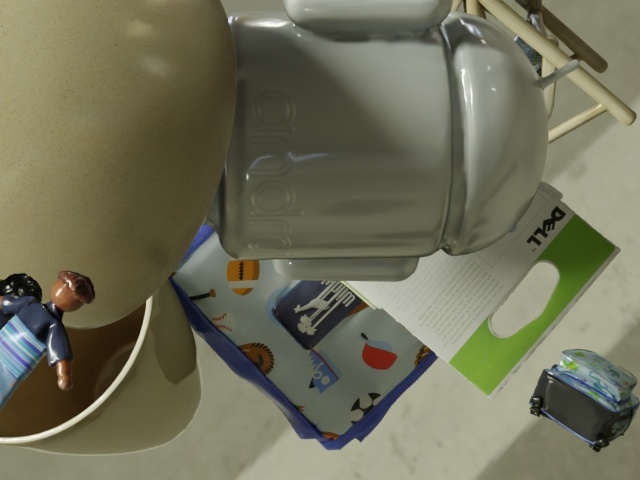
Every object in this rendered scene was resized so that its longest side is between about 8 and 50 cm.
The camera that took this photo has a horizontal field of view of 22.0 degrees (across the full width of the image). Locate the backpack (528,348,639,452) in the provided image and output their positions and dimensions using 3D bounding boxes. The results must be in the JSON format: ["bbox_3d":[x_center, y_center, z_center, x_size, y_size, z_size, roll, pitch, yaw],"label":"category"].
[{"bbox_3d":[0.296,0.169,1.793,0.105,0.114,0.084,30,101,24],"label":"backpack"}]

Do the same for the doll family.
[{"bbox_3d":[-0.208,0.034,0.975,0.193,0.076,0.111,42,80,19],"label":"doll family"}]

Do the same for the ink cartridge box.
[{"bbox_3d":[0.117,-0.006,1.520,0.189,0.255,0.097,-50,-3,5],"label":"ink cartridge box"}]

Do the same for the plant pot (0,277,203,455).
[{"bbox_3d":[-0.230,0.115,1.668,0.256,0.274,0.256,-8,67,18],"label":"plant pot"}]

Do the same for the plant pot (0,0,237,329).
[{"bbox_3d":[-0.222,-0.095,1.156,0.284,0.191,0.284,-19,63,43],"label":"plant pot"}]

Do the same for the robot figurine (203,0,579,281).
[{"bbox_3d":[0.030,-0.084,1.328,0.353,0.300,0.200,-2,43,-6],"label":"robot figurine"}]

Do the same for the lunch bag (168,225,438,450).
[{"bbox_3d":[0.000,0.000,1.881,0.239,0.328,0.385,-17,33,47],"label":"lunch bag"}]

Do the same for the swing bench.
[{"bbox_3d":[0.217,-0.235,1.891,0.165,0.255,0.253,-30,16,13],"label":"swing bench"}]
